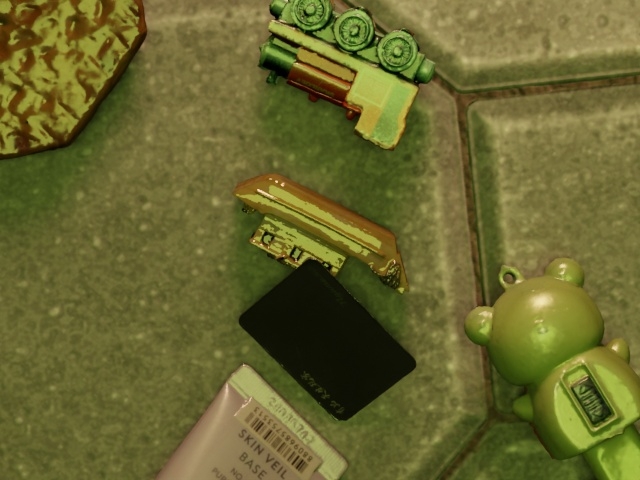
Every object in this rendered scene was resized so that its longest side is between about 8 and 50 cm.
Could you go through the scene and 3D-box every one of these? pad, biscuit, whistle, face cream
[{"bbox_3d":[0.007,0.102,1.384,0.112,0.003,0.157,-40,102,22],"label":"pad"},{"bbox_3d":[-0.344,-0.245,1.369,0.359,0.046,0.359,0,95,1],"label":"biscuit"},{"bbox_3d":[0.253,0.148,1.355,0.131,0.106,0.288,-31,90,-2],"label":"whistle"},{"bbox_3d":[-0.116,0.273,1.393,0.154,0.096,0.274,44,81,1],"label":"face cream"}]

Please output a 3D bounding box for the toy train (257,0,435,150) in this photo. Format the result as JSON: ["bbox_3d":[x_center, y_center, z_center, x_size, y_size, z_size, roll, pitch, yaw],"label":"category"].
[{"bbox_3d":[0.021,-0.173,1.356,0.176,0.074,0.118,24,98,-3],"label":"toy train"}]

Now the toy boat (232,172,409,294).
[{"bbox_3d":[0.000,0.000,1.377,0.201,0.057,0.077,27,99,-2],"label":"toy boat"}]
